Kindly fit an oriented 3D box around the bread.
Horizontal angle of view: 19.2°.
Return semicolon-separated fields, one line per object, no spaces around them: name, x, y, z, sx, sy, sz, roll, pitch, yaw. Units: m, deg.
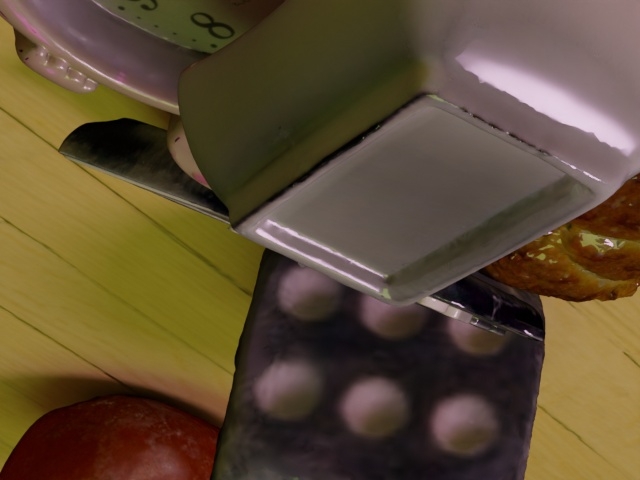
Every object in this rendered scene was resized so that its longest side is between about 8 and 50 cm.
bread;0.142;-0.042;0.922;0.132;0.103;0.172;12;151;-16

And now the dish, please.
dish;0.042;-0.041;0.743;0.151;0.077;0.212;27;148;-22

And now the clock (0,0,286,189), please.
clock;-0.035;-0.142;0.784;0.309;0.114;0.284;29;149;-30

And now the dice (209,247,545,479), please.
dice;0.033;0.104;1.162;0.182;0.181;0.183;12;155;-1

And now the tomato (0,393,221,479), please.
tomato;-0.159;0.189;1.454;0.233;0.139;0.200;-14;176;-33

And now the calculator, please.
calculator;0.000;0.000;1.009;0.268;0.040;0.177;26;-179;22
